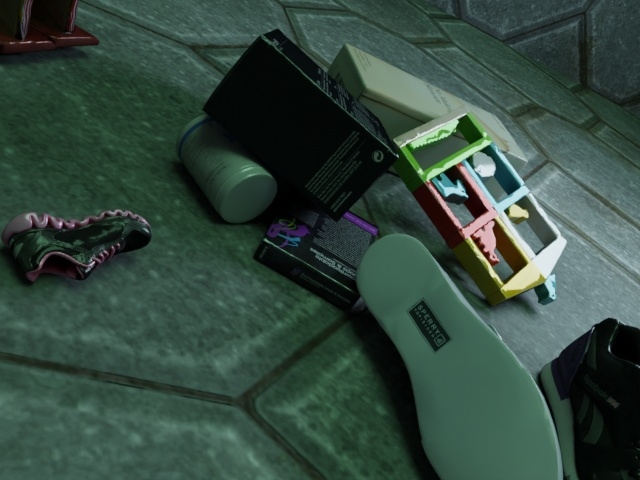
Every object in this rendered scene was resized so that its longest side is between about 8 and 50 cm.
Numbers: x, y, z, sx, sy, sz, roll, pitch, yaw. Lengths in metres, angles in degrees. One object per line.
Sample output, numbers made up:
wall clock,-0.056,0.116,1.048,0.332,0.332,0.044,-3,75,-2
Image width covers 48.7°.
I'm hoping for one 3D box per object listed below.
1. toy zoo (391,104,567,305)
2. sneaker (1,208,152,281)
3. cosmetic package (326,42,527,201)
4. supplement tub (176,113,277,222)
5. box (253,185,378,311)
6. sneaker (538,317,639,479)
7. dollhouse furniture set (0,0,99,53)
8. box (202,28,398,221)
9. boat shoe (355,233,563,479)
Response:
toy zoo,0.227,-0.038,0.957,0.192,0.030,0.293,-29,82,-43
sneaker,-0.186,0.009,0.562,0.119,0.047,0.057,-6,53,-40
cosmetic package,0.155,-0.175,1.117,0.309,0.113,0.160,17,33,-25
supplement tub,-0.101,-0.078,0.748,0.071,0.071,0.107,-2,44,-47
box,0.000,0.000,0.775,0.116,0.029,0.162,30,27,-5
sneaker,0.306,0.185,0.699,0.107,0.124,0.283,23,30,-17
dollhouse furniture set,-0.416,-0.386,0.785,0.374,0.201,0.152,32,28,10
box,-0.020,-0.147,0.823,0.184,0.103,0.261,42,13,-12
boat shoe,0.128,0.123,0.647,0.102,0.108,0.301,41,14,-46
